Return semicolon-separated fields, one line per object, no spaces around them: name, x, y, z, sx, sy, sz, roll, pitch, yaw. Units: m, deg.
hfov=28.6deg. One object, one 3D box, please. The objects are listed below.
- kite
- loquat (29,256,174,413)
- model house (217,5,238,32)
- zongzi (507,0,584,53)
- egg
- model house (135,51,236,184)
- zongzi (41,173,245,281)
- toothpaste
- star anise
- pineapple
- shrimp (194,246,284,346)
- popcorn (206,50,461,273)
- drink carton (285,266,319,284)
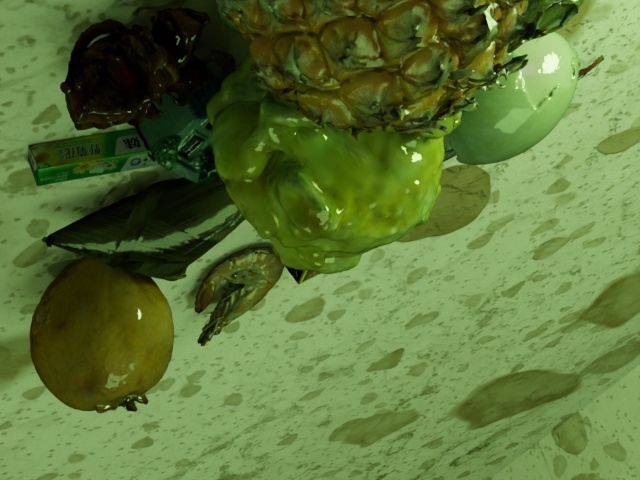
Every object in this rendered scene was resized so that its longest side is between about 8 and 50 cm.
kite;0.279;-0.181;1.923;0.360;0.022;0.204;-32;178;11
loquat;-0.325;0.137;1.849;0.238;0.238;0.193;-37;157;22
model house;-0.072;-0.278;1.520;0.079;0.066;0.083;-43;167;12
zongzi;0.092;-0.280;1.565;0.323;0.160;0.360;14;148;-35
egg;0.257;-0.211;1.753;0.217;0.183;0.183;-29;152;9
model house;-0.143;-0.162;1.605;0.148;0.119;0.148;-43;148;16
zongzi;-0.229;-0.040;1.738;0.221;0.112;0.242;-38;149;27
toothpaste;-0.289;-0.112;1.638;0.178;0.043;0.037;-12;147;-23
star anise;-0.210;-0.205;1.453;0.190;0.126;0.220;-20;175;-9
pineapple;0.069;-0.271;1.208;0.352;0.352;0.300;-12;128;-23
shrimp;-0.153;0.090;2.089;0.133;0.053;0.236;4;137;-49
popcorn;0.007;-0.116;1.524;0.312;0.312;0.312;-19;152;-11
drink carton;0.000;0.000;2.038;0.071;0.056;0.166;-25;156;-31
